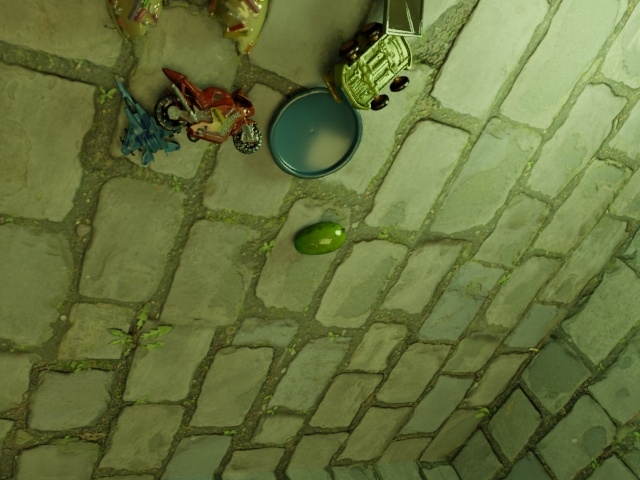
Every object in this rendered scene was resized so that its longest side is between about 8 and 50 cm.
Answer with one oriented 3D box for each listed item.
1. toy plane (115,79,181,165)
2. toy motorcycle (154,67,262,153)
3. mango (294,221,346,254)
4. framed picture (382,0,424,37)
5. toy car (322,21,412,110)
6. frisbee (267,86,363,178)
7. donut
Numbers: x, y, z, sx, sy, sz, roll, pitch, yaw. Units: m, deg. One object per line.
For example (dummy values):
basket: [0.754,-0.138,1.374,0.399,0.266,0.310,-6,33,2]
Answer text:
toy plane: [-0.461,-0.306,1.452,0.169,0.078,0.246,-26,128,-4]
toy motorcycle: [-0.282,-0.333,1.480,0.298,0.089,0.171,14,94,-29]
mango: [0.000,0.000,1.889,0.178,0.100,0.119,-16,134,-2]
framed picture: [0.219,-0.635,1.465,0.150,0.015,0.203,-14,113,-40]
toy car: [0.124,-0.471,1.541,0.248,0.142,0.200,-43,124,-15]
frisbee: [-0.016,-0.315,1.662,0.290,0.049,0.289,-10,127,-14]
donut: [-0.285,-0.570,1.271,0.371,0.150,0.307,0,126,-24]
